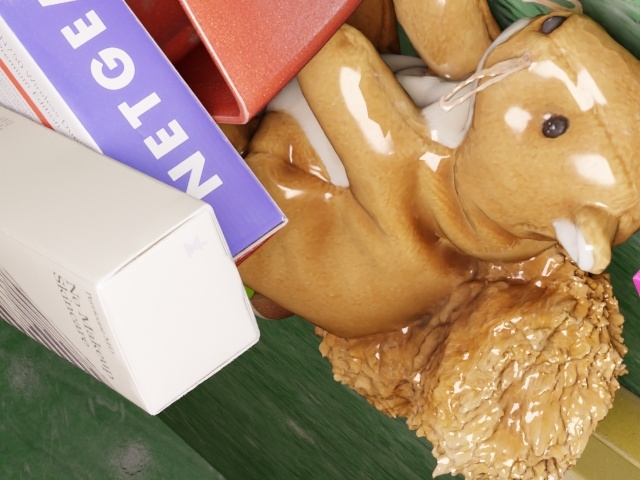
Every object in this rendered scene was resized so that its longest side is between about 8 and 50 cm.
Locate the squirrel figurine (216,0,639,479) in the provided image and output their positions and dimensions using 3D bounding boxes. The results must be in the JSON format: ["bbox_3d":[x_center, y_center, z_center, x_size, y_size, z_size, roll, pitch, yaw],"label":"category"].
[{"bbox_3d":[0.128,-0.014,1.411,0.370,0.281,0.397,-2,114,42],"label":"squirrel figurine"}]

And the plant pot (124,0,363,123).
[{"bbox_3d":[-0.083,-0.260,1.345,0.267,0.236,0.267,8,131,61],"label":"plant pot"}]

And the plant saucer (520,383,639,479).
[{"bbox_3d":[0.291,0.233,1.883,0.333,0.081,0.333,37,160,26],"label":"plant saucer"}]

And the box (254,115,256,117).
[{"bbox_3d":[-0.121,-0.130,1.916,0.257,0.122,0.128,18,147,54],"label":"box"}]

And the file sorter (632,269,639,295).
[{"bbox_3d":[0.374,0.087,1.225,0.202,0.182,0.290,24,154,44],"label":"file sorter"}]

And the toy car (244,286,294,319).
[{"bbox_3d":[0.000,0.000,1.927,0.188,0.149,0.155,-11,168,40],"label":"toy car"}]

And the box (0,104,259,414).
[{"bbox_3d":[-0.166,0.006,1.237,0.275,0.094,0.113,24,142,49],"label":"box"}]

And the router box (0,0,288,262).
[{"bbox_3d":[-0.193,-0.086,1.387,0.335,0.082,0.301,53,157,0],"label":"router box"}]
